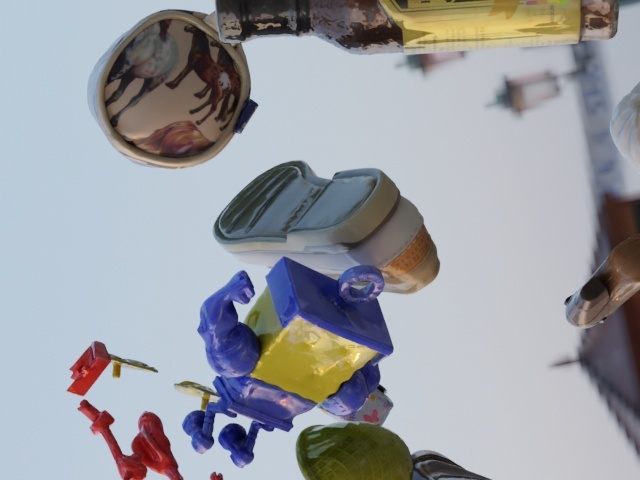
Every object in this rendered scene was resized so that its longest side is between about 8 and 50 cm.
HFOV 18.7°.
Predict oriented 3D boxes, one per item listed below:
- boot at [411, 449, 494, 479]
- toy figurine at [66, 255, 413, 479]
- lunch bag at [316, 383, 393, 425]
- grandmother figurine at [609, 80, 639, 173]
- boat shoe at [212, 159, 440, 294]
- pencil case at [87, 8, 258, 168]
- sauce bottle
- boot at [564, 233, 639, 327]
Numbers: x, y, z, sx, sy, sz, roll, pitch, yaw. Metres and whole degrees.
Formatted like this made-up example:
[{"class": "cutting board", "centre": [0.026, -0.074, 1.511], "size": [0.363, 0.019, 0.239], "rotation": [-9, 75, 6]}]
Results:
[{"class": "boot", "centre": [0.180, 0.274, 1.864], "size": [0.106, 0.219, 0.082], "rotation": [-148, 81, -83]}, {"class": "toy figurine", "centre": [0.005, 0.122, 1.572], "size": [0.362, 0.217, 0.191], "rotation": [25, -156, -34]}, {"class": "lunch bag", "centre": [0.032, 0.161, 2.001], "size": [0.053, 0.071, 0.083], "rotation": [-60, 9, 2]}, {"class": "grandmother figurine", "centre": [0.340, -0.083, 1.467], "size": [0.342, 0.207, 0.104], "rotation": [12, 123, 63]}, {"class": "boat shoe", "centre": [0.000, 0.000, 1.722], "size": [0.103, 0.113, 0.302], "rotation": [47, 166, -21]}, {"class": "pencil case", "centre": [-0.168, -0.170, 2.164], "size": [0.160, 0.183, 0.410], "rotation": [56, 176, -8]}, {"class": "sauce bottle", "centre": [0.082, -0.213, 1.667], "size": [0.111, 0.344, 0.111], "rotation": [-5, -90, -88]}, {"class": "boot", "centre": [0.267, 0.036, 1.718], "size": [0.042, 0.118, 0.087], "rotation": [59, 178, 17]}]
